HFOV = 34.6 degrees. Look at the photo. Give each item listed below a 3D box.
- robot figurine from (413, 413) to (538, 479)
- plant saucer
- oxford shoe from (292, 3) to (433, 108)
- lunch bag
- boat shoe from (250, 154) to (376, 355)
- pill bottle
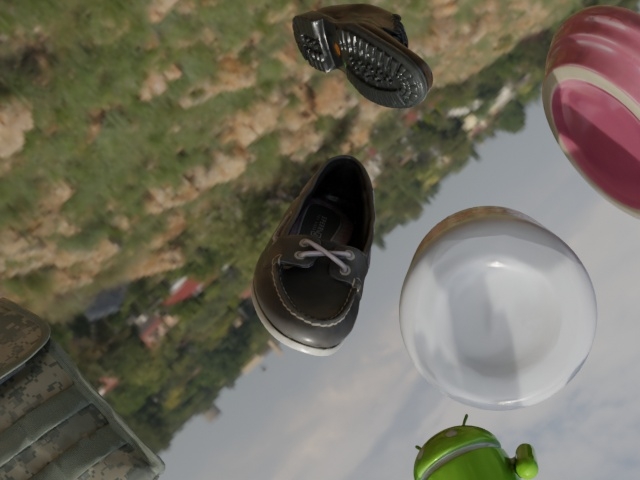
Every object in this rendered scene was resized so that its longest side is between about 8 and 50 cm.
[{"bbox_3d":[0.105,0.175,0.690,0.101,0.115,0.067,-34,142,10],"label":"robot figurine"},{"bbox_3d":[0.405,-0.145,1.340,0.084,0.332,0.332,-37,177,-11],"label":"plant saucer"},{"bbox_3d":[0.060,-0.208,1.081,0.096,0.227,0.083,-25,128,-17],"label":"oxford shoe"},{"bbox_3d":[-0.332,0.210,1.012,0.235,0.287,0.169,-37,163,-28],"label":"lunch bag"},{"bbox_3d":[0.000,0.000,1.083,0.335,0.112,0.095,-78,-173,-66],"label":"boat shoe"},{"bbox_3d":[0.225,0.070,1.359,0.229,0.229,0.408,-43,179,8],"label":"pill bottle"}]
